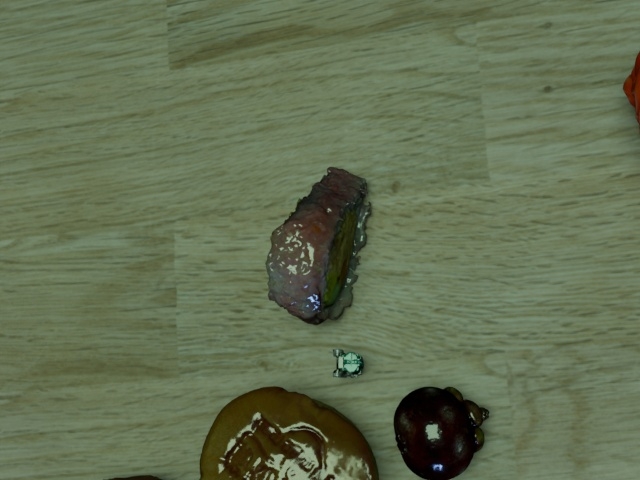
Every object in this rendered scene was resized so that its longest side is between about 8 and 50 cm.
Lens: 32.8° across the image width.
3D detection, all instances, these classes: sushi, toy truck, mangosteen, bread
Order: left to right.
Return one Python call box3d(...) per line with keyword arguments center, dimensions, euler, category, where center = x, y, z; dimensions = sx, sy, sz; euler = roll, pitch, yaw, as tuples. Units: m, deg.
box3d(center=(-0.047, 0.340, 1.522), dimensions=(0.270, 0.148, 0.269), euler=(-3, 79, 14), category="bread")
box3d(center=(-0.006, -0.001, 1.568), dimensions=(0.107, 0.161, 0.241), euler=(13, 84, 19), category="sushi")
box3d(center=(0.041, 0.178, 1.564), dimensions=(0.044, 0.083, 0.039), euler=(0, 79, 9), category="toy truck")
box3d(center=(0.170, 0.261, 1.499), dimensions=(0.140, 0.140, 0.140), euler=(-3, 79, 15), category="mangosteen")

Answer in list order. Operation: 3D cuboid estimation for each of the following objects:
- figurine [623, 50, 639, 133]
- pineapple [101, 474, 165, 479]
box3d(center=(0.620, -0.212, 1.426), dimensions=(0.412, 0.241, 0.306), euler=(12, 107, 0), category="figurine")
box3d(center=(-0.275, 0.486, 1.574), dimensions=(0.158, 0.158, 0.278), euler=(-6, 91, 14), category="pineapple")
